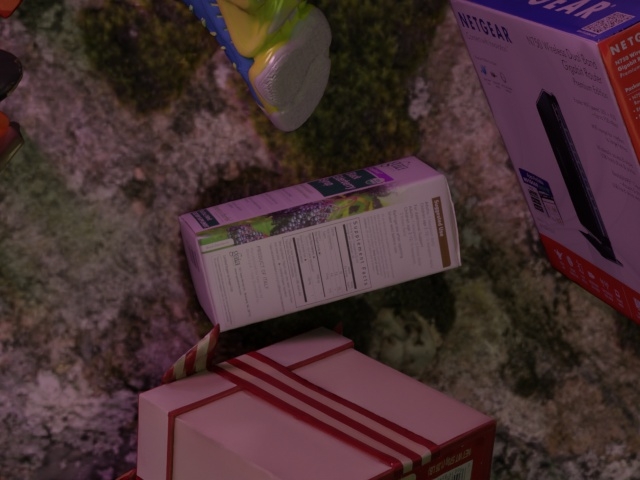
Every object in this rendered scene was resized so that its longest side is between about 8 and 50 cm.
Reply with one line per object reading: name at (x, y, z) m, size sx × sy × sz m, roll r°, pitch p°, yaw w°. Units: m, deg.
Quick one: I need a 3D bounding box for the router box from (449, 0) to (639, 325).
router box at (0.251, -0.076, 1.352) m, size 0.082 × 0.335 × 0.301 m, roll -27°, pitch 109°, yaw -7°

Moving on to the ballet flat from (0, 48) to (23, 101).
ballet flat at (-0.315, -0.108, 1.227) m, size 0.173 × 0.049 × 0.057 m, roll -23°, pitch 88°, yaw -3°

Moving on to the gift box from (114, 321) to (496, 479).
gift box at (-0.011, 0.214, 1.373) m, size 0.255 × 0.258 × 0.276 m, roll -12°, pitch 116°, yaw -45°

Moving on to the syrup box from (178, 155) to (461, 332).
syrup box at (0.000, 0.000, 1.430) m, size 0.237 × 0.093 × 0.096 m, roll -16°, pitch 108°, yaw -11°

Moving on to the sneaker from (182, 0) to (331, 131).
sneaker at (-0.067, -0.207, 1.367) m, size 0.091 × 0.126 × 0.240 m, roll -44°, pitch 143°, yaw -30°

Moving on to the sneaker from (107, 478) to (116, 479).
sneaker at (-0.184, 0.364, 1.492) m, size 0.124 × 0.107 × 0.283 m, roll -26°, pitch 107°, yaw 8°

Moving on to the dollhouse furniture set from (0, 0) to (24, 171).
dollhouse furniture set at (-0.346, -0.155, 1.266) m, size 0.262 × 0.135 × 0.259 m, roll 39°, pitch 92°, yaw -22°
